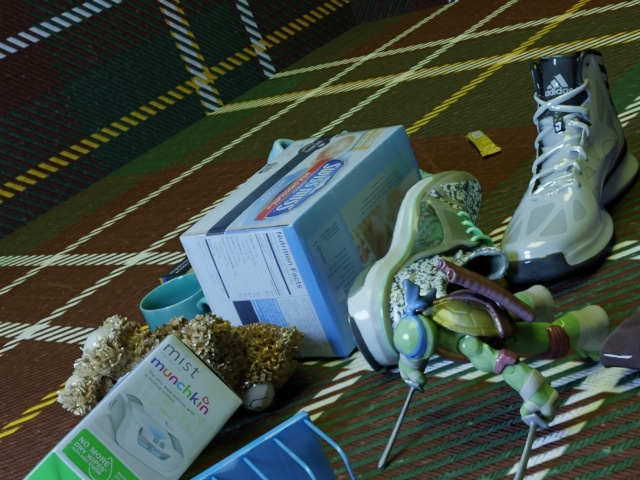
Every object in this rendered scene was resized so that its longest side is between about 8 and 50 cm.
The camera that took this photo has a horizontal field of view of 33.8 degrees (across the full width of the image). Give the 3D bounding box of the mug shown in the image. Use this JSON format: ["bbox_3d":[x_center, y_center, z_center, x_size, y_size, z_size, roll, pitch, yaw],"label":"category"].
[{"bbox_3d":[-0.222,0.129,1.755,0.129,0.097,0.158,-25,20,-7],"label":"mug"}]

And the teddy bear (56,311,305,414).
[{"bbox_3d":[-0.179,0.180,1.407,0.245,0.338,0.113,-48,48,23],"label":"teddy bear"}]

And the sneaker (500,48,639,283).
[{"bbox_3d":[0.342,-0.131,1.575,0.169,0.257,0.447,-10,23,33],"label":"sneaker"}]

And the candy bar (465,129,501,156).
[{"bbox_3d":[0.329,-0.199,2.141,0.040,0.018,0.161,-19,19,1],"label":"candy bar"}]

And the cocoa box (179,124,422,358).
[{"bbox_3d":[0.000,0.000,1.645,0.228,0.231,0.347,-6,25,38],"label":"cocoa box"}]

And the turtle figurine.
[{"bbox_3d":[0.194,0.157,1.212,0.266,0.275,0.198,-11,-13,-34],"label":"turtle figurine"}]

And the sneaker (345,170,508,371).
[{"bbox_3d":[0.194,0.033,1.496,0.182,0.158,0.410,-6,32,31],"label":"sneaker"}]

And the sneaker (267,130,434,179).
[{"bbox_3d":[0.079,-0.113,1.855,0.366,0.150,0.135,2,35,5],"label":"sneaker"}]

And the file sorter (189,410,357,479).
[{"bbox_3d":[-0.046,0.286,1.109,0.170,0.118,0.104,-29,24,-19],"label":"file sorter"}]

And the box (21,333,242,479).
[{"bbox_3d":[-0.251,0.266,1.218,0.262,0.127,0.231,-45,1,38],"label":"box"}]

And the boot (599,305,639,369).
[{"bbox_3d":[0.450,0.073,1.159,0.248,0.090,0.207,-38,26,-29],"label":"boot"}]

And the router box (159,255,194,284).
[{"bbox_3d":[-0.108,0.019,1.946,0.243,0.081,0.309,-7,24,38],"label":"router box"}]
